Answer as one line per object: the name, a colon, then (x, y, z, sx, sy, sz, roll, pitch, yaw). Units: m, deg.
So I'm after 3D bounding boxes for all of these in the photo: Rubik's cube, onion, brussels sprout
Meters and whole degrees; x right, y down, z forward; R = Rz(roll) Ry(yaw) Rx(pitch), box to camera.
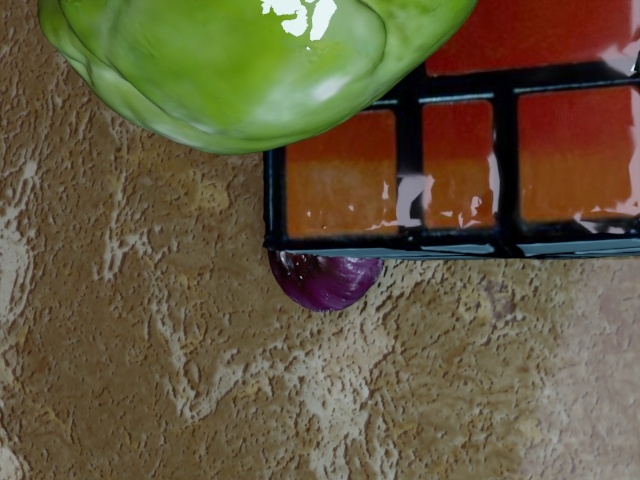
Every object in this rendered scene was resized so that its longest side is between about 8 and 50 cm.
Rubik's cube: (0.139, -0.127, 1.378, 0.294, 0.288, 0.283, 0, 88, 26)
onion: (0.000, 0.000, 1.534, 0.115, 0.104, 0.115, -3, 86, 41)
brussels sprout: (-0.046, -0.190, 1.178, 0.317, 0.243, 0.273, 22, 91, 27)
